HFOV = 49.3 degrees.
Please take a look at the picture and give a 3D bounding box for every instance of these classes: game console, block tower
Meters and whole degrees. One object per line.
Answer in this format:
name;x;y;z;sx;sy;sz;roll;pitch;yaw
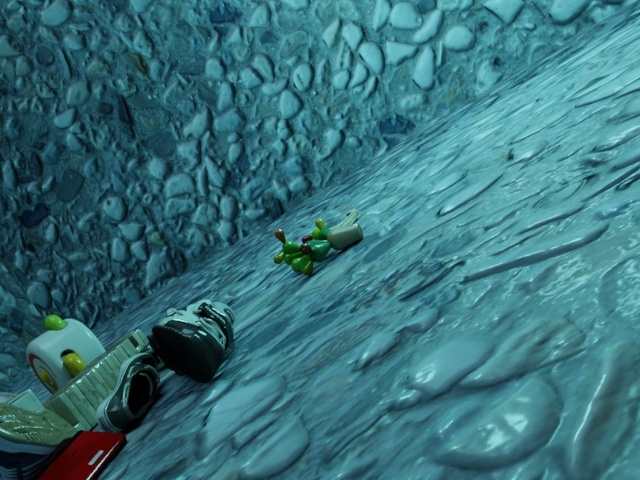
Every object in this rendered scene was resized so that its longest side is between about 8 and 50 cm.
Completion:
game console;-0.370;0.358;1.044;0.124;0.085;0.144;1;17;11
block tower;-0.455;0.298;1.449;0.091;0.097;0.335;-31;9;22

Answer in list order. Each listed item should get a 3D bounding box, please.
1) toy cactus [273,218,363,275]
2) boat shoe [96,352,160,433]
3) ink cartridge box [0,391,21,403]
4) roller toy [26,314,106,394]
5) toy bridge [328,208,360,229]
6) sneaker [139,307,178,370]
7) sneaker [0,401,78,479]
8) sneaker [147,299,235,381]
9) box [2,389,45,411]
toy cactus;0.000;0.000;1.481;0.181;0.112;0.219;-21;3;17
boat shoe;-0.318;0.259;1.229;0.070;0.077;0.219;-32;16;14
ink cartridge box;-0.820;0.439;1.627;0.197;0.114;0.273;8;2;-10
roller toy;-0.645;0.312;1.778;0.146;0.209;0.191;-39;-29;-37
toy bridge;0.029;-0.018;1.682;0.188;0.026;0.063;-38;10;-28
sneaker;-0.344;0.220;1.521;0.132;0.086;0.229;-38;10;-15
sneaker;-0.466;0.331;1.035;0.153;0.099;0.282;-51;-8;-13
sneaker;-0.210;0.156;1.225;0.146;0.122;0.330;-38;10;-20
box;-0.612;0.399;1.284;0.311;0.148;0.121;-26;10;36
